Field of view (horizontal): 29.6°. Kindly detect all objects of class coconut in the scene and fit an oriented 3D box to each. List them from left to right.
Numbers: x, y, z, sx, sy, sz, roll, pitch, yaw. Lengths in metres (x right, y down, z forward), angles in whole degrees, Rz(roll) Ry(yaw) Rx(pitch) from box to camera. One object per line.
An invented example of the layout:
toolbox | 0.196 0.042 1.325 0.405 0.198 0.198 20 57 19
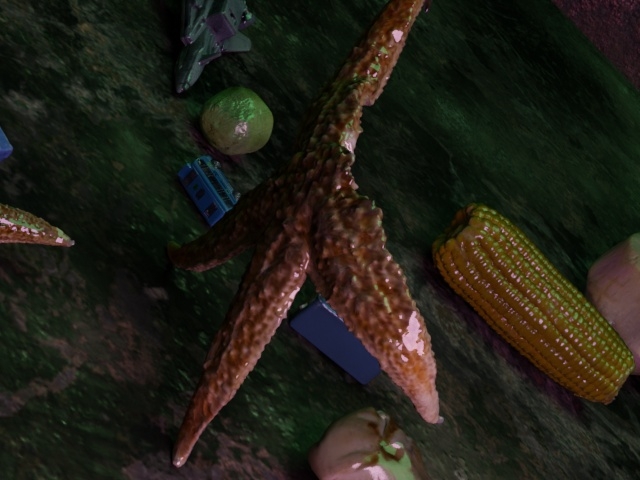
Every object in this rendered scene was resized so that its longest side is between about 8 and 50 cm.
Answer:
coconut | -0.102 -0.148 1.497 0.088 0.088 0.096 50 34 4
coconut | 0.532 0.092 1.918 0.197 0.237 0.237 20 39 -38

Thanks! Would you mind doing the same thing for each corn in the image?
corn | 0.304 0.094 1.703 0.344 0.131 0.131 42 29 -10

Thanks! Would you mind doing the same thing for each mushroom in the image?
mushroom | 0.075 0.336 1.107 0.177 0.126 0.397 22 40 -25

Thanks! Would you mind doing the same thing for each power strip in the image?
power strip | 0.025 0.108 1.381 0.123 0.056 0.032 39 29 -15

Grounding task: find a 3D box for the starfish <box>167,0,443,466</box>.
starfish | -0.007 -0.002 1.135 0.132 0.384 0.398 19 41 -45

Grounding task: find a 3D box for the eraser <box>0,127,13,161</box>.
eraser | -0.426 -0.192 1.150 0.312 0.042 0.144 55 30 13

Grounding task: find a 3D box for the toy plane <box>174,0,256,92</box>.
toy plane | -0.145 -0.281 1.592 0.212 0.088 0.267 58 22 -35

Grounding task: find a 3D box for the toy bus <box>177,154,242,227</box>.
toy bus | -0.127 -0.057 1.396 0.046 0.038 0.083 -13 64 -55

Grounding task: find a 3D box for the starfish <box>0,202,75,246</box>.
starfish | -0.336 -0.030 1.021 0.277 0.062 0.236 38 51 -41
